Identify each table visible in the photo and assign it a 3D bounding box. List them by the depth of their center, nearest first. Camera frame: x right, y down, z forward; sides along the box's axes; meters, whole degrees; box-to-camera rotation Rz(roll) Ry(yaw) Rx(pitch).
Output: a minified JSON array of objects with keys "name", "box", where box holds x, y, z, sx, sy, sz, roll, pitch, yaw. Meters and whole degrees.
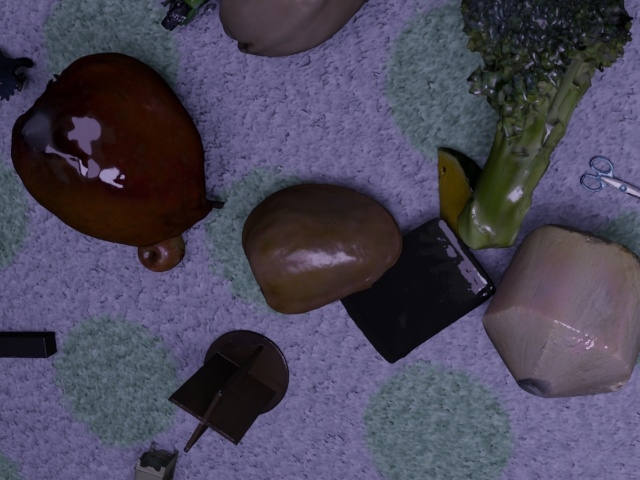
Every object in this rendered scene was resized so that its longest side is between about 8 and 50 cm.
[{"name":"table","box":[-0.163,0.268,1.378,0.167,0.227,0.167,3,102,13]},{"name":"table","box":[-0.321,0.448,1.532,0.063,0.079,0.083,16,103,7]}]

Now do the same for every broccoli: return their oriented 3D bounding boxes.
[{"name":"broccoli","box":[0.307,-0.204,1.146,0.353,0.397,0.275,-38,50,-19]}]

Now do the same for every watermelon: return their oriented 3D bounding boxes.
[{"name":"watermelon","box":[0.233,-0.058,1.293,0.092,0.075,0.181,1,104,17]}]

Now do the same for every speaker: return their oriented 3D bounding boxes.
[{"name":"speaker","box":[-0.616,0.204,1.569,0.191,0.040,0.046,-1,100,14]}]

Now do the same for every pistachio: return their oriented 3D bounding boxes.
[{"name":"pistachio","box":[-0.036,-0.407,1.222,0.332,0.208,0.226,-41,47,32]},{"name":"pistachio","box":[0.000,0.000,1.319,0.261,0.163,0.212,-19,83,7]}]

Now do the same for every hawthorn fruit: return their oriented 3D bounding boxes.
[{"name":"hawthorn fruit","box":[-0.340,-0.138,1.303,0.309,0.308,0.324,-20,105,16]}]

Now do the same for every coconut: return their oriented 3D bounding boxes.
[{"name":"coconut","box":[0.369,0.123,1.208,0.239,0.239,0.244,26,73,6]}]

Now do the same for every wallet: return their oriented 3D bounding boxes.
[{"name":"wallet","box":[0.158,0.085,1.340,0.245,0.052,0.168,-38,86,29]}]

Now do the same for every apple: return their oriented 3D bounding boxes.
[{"name":"apple","box":[-0.285,0.017,1.435,0.084,0.071,0.083,4,102,21]}]

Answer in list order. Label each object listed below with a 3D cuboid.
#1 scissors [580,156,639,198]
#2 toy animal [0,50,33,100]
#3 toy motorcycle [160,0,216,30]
[{"name":"scissors","box":[0.475,-0.086,1.261,0.119,0.014,0.058,28,111,9]},{"name":"toy animal","box":[-0.572,-0.307,1.415,0.062,0.108,0.220,-54,52,21]},{"name":"toy motorcycle","box":[-0.191,-0.422,1.300,0.190,0.106,0.074,-40,114,21]}]
